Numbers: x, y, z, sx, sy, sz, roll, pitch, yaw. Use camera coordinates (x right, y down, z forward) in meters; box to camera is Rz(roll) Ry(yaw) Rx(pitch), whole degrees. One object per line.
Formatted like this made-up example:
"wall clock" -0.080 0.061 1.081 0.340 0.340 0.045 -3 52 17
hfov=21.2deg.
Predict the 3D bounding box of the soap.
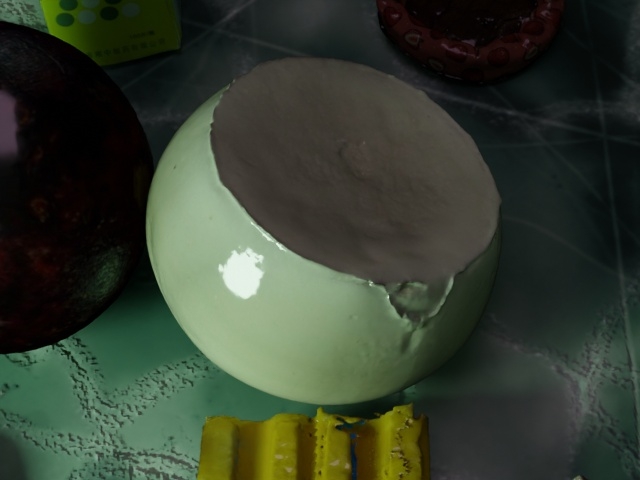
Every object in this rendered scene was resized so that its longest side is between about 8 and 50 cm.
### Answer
"soap" -0.008 0.293 1.379 0.204 0.096 0.324 -1 53 5

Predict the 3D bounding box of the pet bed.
"pet bed" 0.160 -0.247 1.797 0.201 0.053 0.201 0 56 0

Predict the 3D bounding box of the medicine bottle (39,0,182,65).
"medicine bottle" -0.226 -0.314 1.764 0.137 0.250 0.141 -6 50 2

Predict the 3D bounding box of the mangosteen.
"mangosteen" -0.317 -0.044 1.513 0.306 0.306 0.359 33 21 26

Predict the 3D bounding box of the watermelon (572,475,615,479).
"watermelon" 0.275 0.259 1.367 0.241 0.154 0.094 22 57 36

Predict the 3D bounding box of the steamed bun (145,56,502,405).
"steamed bun" 0.000 0.000 1.511 0.324 0.206 0.324 13 43 -12
